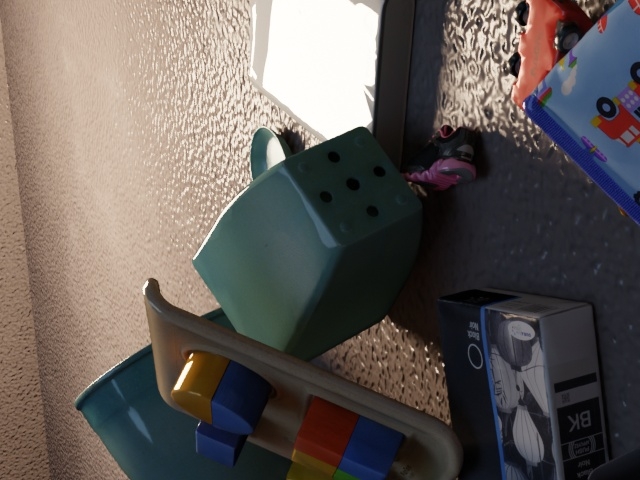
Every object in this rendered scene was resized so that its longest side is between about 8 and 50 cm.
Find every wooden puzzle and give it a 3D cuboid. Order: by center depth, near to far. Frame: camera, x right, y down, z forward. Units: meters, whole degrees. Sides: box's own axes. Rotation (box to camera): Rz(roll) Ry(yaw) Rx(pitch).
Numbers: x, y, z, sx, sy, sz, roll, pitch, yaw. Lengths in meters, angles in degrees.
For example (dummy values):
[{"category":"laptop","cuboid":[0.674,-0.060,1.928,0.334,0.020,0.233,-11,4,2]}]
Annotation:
[{"category":"wooden puzzle","cuboid":[-0.040,0.198,1.181,0.347,0.080,0.322,27,157,7]}]

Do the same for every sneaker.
[{"category":"sneaker","cuboid":[0.115,-0.081,1.086,0.119,0.047,0.057,-8,71,64]}]

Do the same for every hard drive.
[{"category":"hard drive","cuboid":[0.002,-0.217,1.256,0.307,0.040,0.203,44,138,51]}]

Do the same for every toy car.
[{"category":"toy car","cuboid":[0.201,-0.221,0.822,0.225,0.053,0.239,-10,92,64]}]

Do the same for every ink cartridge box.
[{"category":"ink cartridge box","cuboid":[0.189,0.214,1.021,0.165,0.065,0.333,4,105,63]}]

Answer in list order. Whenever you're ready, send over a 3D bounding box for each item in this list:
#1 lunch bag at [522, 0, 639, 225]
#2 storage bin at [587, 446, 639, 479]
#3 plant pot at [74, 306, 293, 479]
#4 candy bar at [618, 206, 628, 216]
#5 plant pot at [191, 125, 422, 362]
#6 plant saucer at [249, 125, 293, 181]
[{"category":"lunch bag","cuboid":[0.296,-0.045,0.642,0.293,0.138,0.221,55,144,12]},{"category":"storage bin","cuboid":[0.261,0.239,0.856,0.135,0.098,0.091,48,152,47]},{"category":"plant pot","cuboid":[-0.155,0.262,1.558,0.255,0.271,0.271,57,151,8]},{"category":"candy bar","cuboid":[0.258,-0.064,0.811,0.161,0.018,0.040,-48,58,59]},{"category":"plant pot","cuboid":[0.000,0.000,1.163,0.165,0.165,0.234,55,150,14]},{"category":"plant saucer","cuboid":[-0.057,-0.089,1.454,0.119,0.021,0.119,35,130,55]}]
